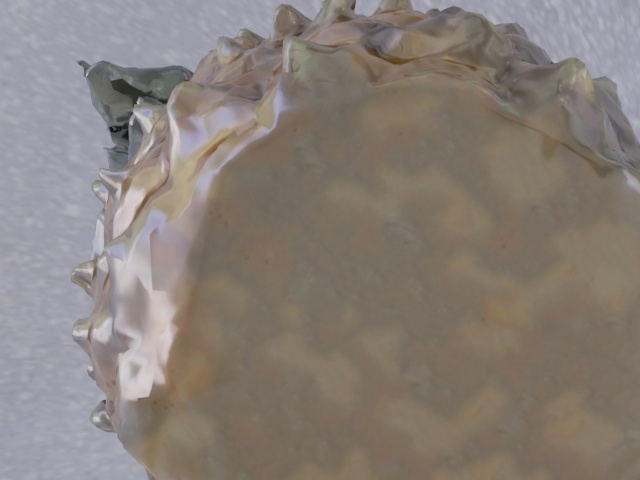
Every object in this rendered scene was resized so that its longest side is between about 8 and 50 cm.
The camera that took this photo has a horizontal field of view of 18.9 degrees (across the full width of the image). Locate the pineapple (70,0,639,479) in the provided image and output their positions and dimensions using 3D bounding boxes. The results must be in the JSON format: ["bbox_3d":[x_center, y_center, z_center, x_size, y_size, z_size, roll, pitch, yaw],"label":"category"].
[{"bbox_3d":[0.000,0.000,0.586,0.169,0.340,0.169,-2,99,-9],"label":"pineapple"}]
